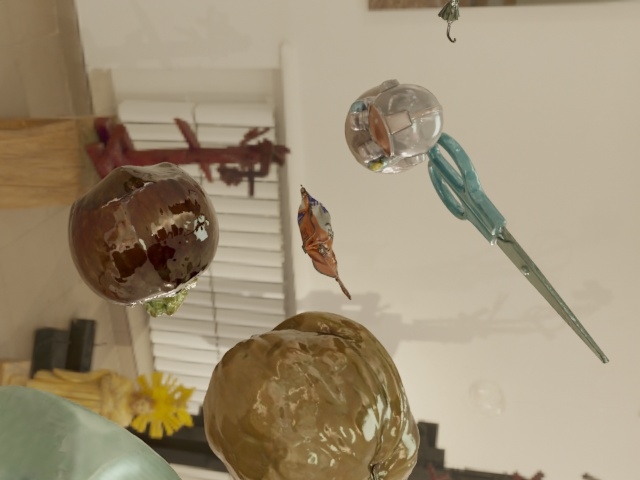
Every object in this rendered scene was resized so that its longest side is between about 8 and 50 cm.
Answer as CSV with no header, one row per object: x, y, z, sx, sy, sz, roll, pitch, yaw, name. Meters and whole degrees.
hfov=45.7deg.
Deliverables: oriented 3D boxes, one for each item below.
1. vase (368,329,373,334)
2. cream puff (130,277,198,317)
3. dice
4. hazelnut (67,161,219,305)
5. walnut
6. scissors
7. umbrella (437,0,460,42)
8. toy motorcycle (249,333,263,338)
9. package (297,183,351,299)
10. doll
0.010,0.270,1.496,0.248,0.128,0.128,-43,152,-13,vase
-0.328,0.032,1.502,0.221,0.195,0.194,34,57,-49,cream puff
-0.332,0.343,0.877,0.264,0.263,0.268,-63,148,-32,dice
-0.274,-0.011,1.188,0.218,0.234,0.218,59,-11,19,hazelnut
-0.011,0.239,1.030,0.296,0.285,0.285,7,86,-54,walnut
0.302,0.013,1.199,0.447,0.029,0.192,55,-8,26,scissors
0.245,-0.462,1.427,0.044,0.044,0.269,54,-9,23,umbrella
-0.048,0.219,1.314,0.136,0.254,0.092,12,101,-54,toy motorcycle
-0.001,0.001,0.731,0.077,0.033,0.110,72,5,-60,package
0.113,-0.169,1.123,0.287,0.151,0.150,-118,-150,-85,doll
